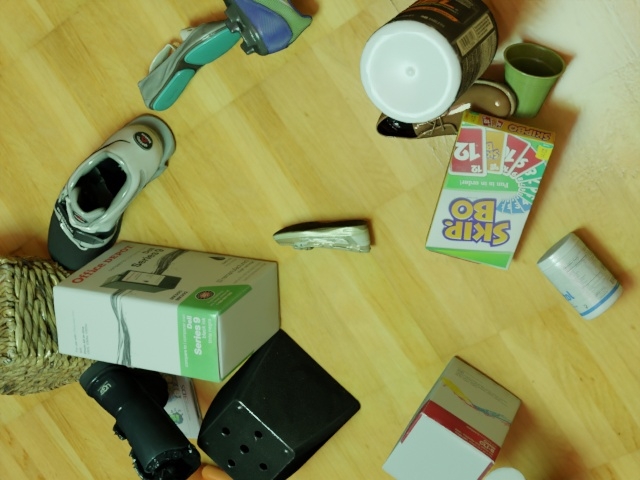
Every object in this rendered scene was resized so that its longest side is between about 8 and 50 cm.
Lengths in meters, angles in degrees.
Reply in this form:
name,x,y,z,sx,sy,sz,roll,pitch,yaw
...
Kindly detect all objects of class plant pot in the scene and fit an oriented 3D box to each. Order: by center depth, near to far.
name,x,y,z,sx,sy,sz,roll,pitch,yaw
plant pot,0.274,-0.206,1.682,0.083,0.083,0.079,23,132,14
plant pot,-0.083,0.289,2.005,0.188,0.167,0.187,43,123,2

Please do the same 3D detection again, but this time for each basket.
name,x,y,z,sx,sy,sz,roll,pitch,yaw
basket,-0.512,0.138,2.151,0.299,0.223,0.214,-22,70,42

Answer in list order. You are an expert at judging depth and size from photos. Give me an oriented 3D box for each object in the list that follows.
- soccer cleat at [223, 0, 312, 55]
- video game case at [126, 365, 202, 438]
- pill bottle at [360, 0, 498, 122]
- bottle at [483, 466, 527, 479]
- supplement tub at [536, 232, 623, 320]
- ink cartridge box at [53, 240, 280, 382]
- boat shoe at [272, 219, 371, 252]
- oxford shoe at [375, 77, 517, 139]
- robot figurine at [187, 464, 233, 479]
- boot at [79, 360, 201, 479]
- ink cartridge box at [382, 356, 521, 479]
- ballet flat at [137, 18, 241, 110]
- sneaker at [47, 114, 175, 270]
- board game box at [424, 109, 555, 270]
name,x,y,z,sx,sy,sz,roll,pitch,yaw
soccer cleat,-0.114,-0.396,1.782,0.121,0.093,0.289,-29,88,-8
video game case,-0.282,0.271,2.175,0.157,0.019,0.143,-3,110,26
pill bottle,0.149,-0.245,1.616,0.130,0.246,0.131,9,116,19
bottle,0.304,0.423,1.851,0.118,0.092,0.283,-14,139,18
supplement tub,0.358,0.050,1.752,0.107,0.071,0.071,48,122,0
ink cartridge box,-0.236,0.104,1.967,0.289,0.211,0.122,7,113,22
boat shoe,0.001,-0.001,1.906,0.153,0.056,0.048,-5,105,19
oxford shoe,0.167,-0.166,1.717,0.212,0.076,0.076,-7,115,41
robot figurine,-0.181,0.465,2.151,0.219,0.128,0.158,25,80,14
boot,-0.263,0.296,2.003,0.094,0.246,0.207,-41,68,1
ink cartridge box,0.196,0.284,1.868,0.127,0.176,0.128,33,122,6
ballet flat,-0.198,-0.275,1.872,0.213,0.072,0.068,-40,69,30
sneaker,-0.366,-0.057,2.000,0.122,0.146,0.330,40,124,2
board game box,0.225,-0.056,1.739,0.124,0.039,0.259,15,136,3
